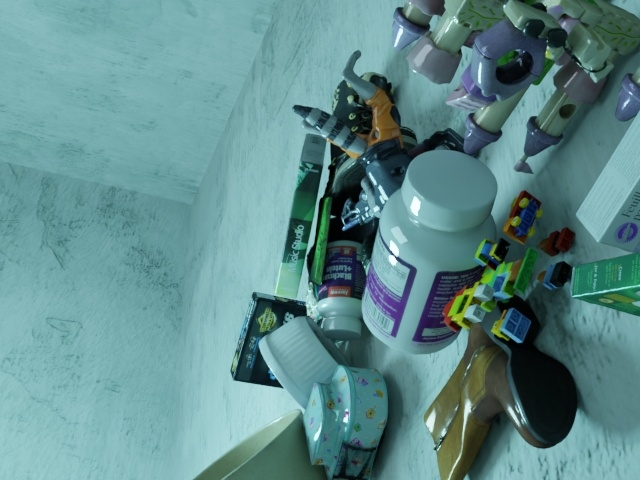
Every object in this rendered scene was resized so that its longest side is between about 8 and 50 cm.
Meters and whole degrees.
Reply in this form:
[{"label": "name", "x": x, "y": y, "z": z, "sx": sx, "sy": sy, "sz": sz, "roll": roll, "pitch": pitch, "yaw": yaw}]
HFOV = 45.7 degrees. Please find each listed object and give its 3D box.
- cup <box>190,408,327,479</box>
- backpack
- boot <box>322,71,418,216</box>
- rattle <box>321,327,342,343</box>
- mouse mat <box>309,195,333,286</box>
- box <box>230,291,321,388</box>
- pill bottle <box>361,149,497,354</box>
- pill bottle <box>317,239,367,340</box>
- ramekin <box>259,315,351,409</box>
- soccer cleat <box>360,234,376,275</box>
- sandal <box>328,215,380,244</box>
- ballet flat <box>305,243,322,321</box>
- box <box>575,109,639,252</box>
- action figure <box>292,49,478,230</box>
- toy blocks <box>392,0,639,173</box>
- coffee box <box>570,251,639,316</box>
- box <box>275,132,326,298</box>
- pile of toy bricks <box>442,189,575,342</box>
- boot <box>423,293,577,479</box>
[{"label": "cup", "x": -0.108, "y": 0.527, "z": 1.505, "sx": 0.237, "sy": 0.331, "sz": 0.331, "roll": 55, "pitch": 151, "yaw": 2}, {"label": "backpack", "x": 0.049, "y": 0.326, "z": 1.405, "sx": 0.166, "sy": 0.145, "sz": 0.188, "roll": -106, "pitch": 36, "yaw": -63}, {"label": "boot", "x": 0.102, "y": -0.231, "z": 1.624, "sx": 0.377, "sy": 0.138, "sz": 0.284, "roll": 129, "pitch": 148, "yaw": -66}, {"label": "rattle", "x": 0.013, "y": 0.255, "z": 1.719, "sx": 0.130, "sy": 0.143, "sz": 0.199, "roll": 29, "pitch": 91, "yaw": 37}, {"label": "mouse mat", "x": 0.000, "y": 0.000, "z": 1.613, "sx": 0.152, "sy": 0.007, "sz": 0.189, "roll": -173, "pitch": 91, "yaw": -80}, {"label": "box", "x": -0.106, "y": 0.245, "z": 1.839, "sx": 0.051, "sy": 0.175, "sz": 0.220, "roll": -130, "pitch": 55, "yaw": -68}, {"label": "pill bottle", "x": 0.162, "y": 0.019, "z": 1.127, "sx": 0.301, "sy": 0.169, "sz": 0.169, "roll": 99, "pitch": 169, "yaw": -46}, {"label": "pill bottle", "x": 0.049, "y": 0.106, "z": 1.591, "sx": 0.108, "sy": 0.108, "sz": 0.193, "roll": 136, "pitch": 142, "yaw": -58}, {"label": "ramekin", "x": -0.020, "y": 0.251, "z": 1.558, "sx": 0.109, "sy": 0.207, "sz": 0.207, "roll": -40, "pitch": 26, "yaw": 4}, {"label": "soccer cleat", "x": 0.120, "y": 0.067, "z": 1.507, "sx": 0.072, "sy": 0.060, "sz": 0.178, "roll": -35, "pitch": 51, "yaw": 49}, {"label": "sandal", "x": 0.080, "y": -0.020, "z": 1.670, "sx": 0.254, "sy": 0.055, "sz": 0.097, "roll": -25, "pitch": 76, "yaw": 63}, {"label": "ballet flat", "x": -0.003, "y": 0.088, "z": 1.746, "sx": 0.241, "sy": 0.091, "sz": 0.077, "roll": -81, "pitch": 15, "yaw": -51}, {"label": "box", "x": 0.396, "y": -0.137, "z": 0.829, "sx": 0.067, "sy": 0.063, "sz": 0.324, "roll": -105, "pitch": 34, "yaw": -57}, {"label": "action figure", "x": 0.085, "y": -0.117, "z": 1.360, "sx": 0.178, "sy": 0.330, "sz": 0.341, "roll": -35, "pitch": -6, "yaw": -48}, {"label": "toy blocks", "x": 0.243, "y": -0.205, "z": 0.978, "sx": 0.260, "sy": 0.289, "sz": 0.309, "roll": -59, "pitch": 29, "yaw": 35}, {"label": "coffee box", "x": 0.356, "y": 0.042, "z": 0.759, "sx": 0.184, "sy": 0.113, "sz": 0.040, "roll": 152, "pitch": 131, "yaw": -67}, {"label": "box", "x": -0.043, "y": -0.061, "z": 1.737, "sx": 0.232, "sy": 0.059, "sz": 0.321, "roll": -83, "pitch": 3, "yaw": -68}, {"label": "pile of toy bricks", "x": 0.242, "y": 0.049, "z": 1.009, "sx": 0.212, "sy": 0.118, "sz": 0.105, "roll": -60, "pitch": 13, "yaw": -24}, {"label": "boot", "x": 0.219, "y": 0.248, "z": 1.039, "sx": 0.264, "sy": 0.096, "sz": 0.280, "roll": -106, "pitch": 33, "yaw": -53}]
